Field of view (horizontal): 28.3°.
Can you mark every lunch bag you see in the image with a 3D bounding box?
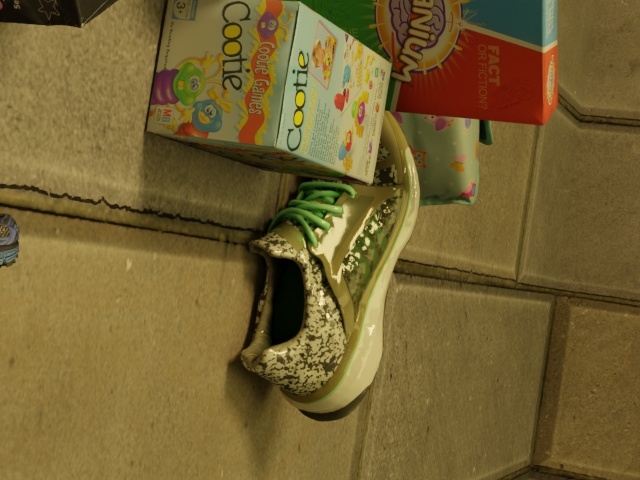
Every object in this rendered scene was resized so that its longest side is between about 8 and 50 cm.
[{"bbox_3d":[0.156,-0.201,1.786,0.262,0.160,0.223,-71,155,-54],"label":"lunch bag"}]

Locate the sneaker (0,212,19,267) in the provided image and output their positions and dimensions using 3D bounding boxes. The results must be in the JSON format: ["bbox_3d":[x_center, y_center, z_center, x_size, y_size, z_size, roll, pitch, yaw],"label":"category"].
[{"bbox_3d":[-0.278,-0.021,0.872,0.221,0.083,0.087,12,78,-72],"label":"sneaker"}]

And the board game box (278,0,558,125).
[{"bbox_3d":[0.103,-0.262,1.411,0.064,0.317,0.242,-52,143,-51],"label":"board game box"}]

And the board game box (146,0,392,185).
[{"bbox_3d":[-0.044,-0.151,1.317,0.275,0.142,0.144,14,86,-68],"label":"board game box"}]

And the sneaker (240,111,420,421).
[{"bbox_3d":[0.000,0.000,1.509,0.182,0.158,0.410,26,67,-49],"label":"sneaker"}]

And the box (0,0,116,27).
[{"bbox_3d":[-0.206,-0.294,0.871,0.163,0.142,0.247,-55,147,-51],"label":"box"}]
